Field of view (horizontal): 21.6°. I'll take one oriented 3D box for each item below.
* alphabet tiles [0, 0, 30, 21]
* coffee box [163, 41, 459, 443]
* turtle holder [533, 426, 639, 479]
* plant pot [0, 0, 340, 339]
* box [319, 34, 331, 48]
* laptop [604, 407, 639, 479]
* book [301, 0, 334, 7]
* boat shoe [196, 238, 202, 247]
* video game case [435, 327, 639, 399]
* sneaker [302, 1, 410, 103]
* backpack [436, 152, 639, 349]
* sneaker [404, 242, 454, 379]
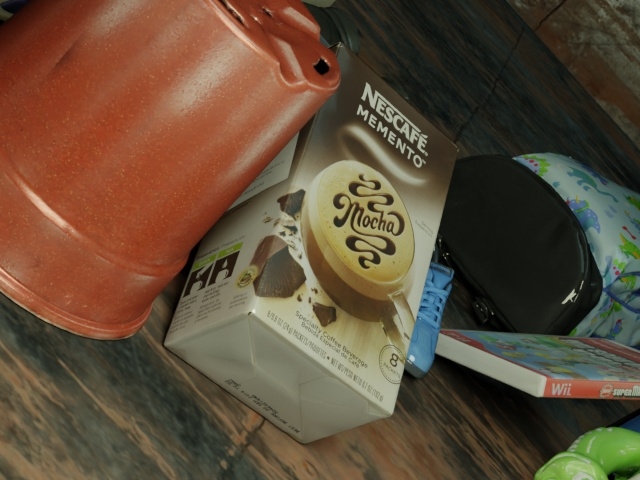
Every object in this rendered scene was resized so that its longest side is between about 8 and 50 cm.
[{"bbox_3d":[-0.210,-0.291,1.664,0.285,0.011,0.342,19,41,-10],"label":"alphabet tiles"},{"bbox_3d":[0.000,0.000,1.454,0.168,0.119,0.297,38,50,-28],"label":"coffee box"},{"bbox_3d":[0.393,0.313,1.714,0.320,0.243,0.227,58,38,-22],"label":"turtle holder"},{"bbox_3d":[-0.144,-0.108,1.308,0.272,0.265,0.272,42,20,-19],"label":"plant pot"},{"bbox_3d":[-0.112,-0.229,1.767,0.232,0.059,0.183,49,43,-6],"label":"box"},{"bbox_3d":[0.456,0.295,1.910,0.234,0.136,0.264,43,-2,-15],"label":"laptop"},{"bbox_3d":[-0.047,-0.403,2.454,0.144,0.035,0.096,57,24,19],"label":"book"},{"bbox_3d":[-0.059,-0.018,1.556,0.307,0.111,0.104,25,34,-42],"label":"boat shoe"},{"bbox_3d":[0.279,0.137,1.835,0.285,0.025,0.204,5,9,-35],"label":"video game case"},{"bbox_3d":[0.009,-0.202,2.109,0.130,0.109,0.286,15,30,-42],"label":"sneaker"},{"bbox_3d":[0.331,0.033,2.158,0.290,0.273,0.355,55,7,37],"label":"backpack"},{"bbox_3d":[0.104,0.065,1.802,0.069,0.082,0.209,43,21,-22],"label":"sneaker"}]
